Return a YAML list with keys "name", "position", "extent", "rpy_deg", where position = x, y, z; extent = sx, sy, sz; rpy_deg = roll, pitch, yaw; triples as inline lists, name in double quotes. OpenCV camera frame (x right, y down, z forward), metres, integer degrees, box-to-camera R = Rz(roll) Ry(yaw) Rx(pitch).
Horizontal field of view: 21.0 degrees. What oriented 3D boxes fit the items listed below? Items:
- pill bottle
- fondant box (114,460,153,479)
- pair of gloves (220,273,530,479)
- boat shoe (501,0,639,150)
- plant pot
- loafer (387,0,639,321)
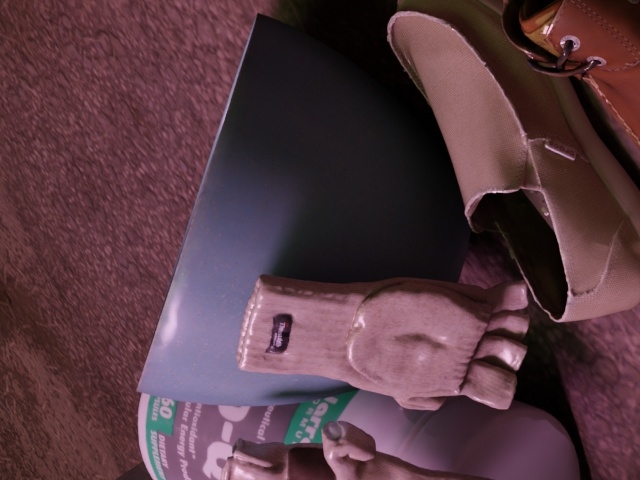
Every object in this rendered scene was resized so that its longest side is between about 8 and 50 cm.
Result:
- name: "pill bottle"
  position: [0.027, 0.179, 1.450]
  extent: [0.361, 0.204, 0.204]
  rpy_deg: [14, 132, 47]
- name: "fondant box"
  position: [-0.031, 0.272, 1.638]
  extent: [0.330, 0.238, 0.096]
  rpy_deg: [24, 139, 49]
- name: "pair of gloves"
  position: [0.036, 0.124, 1.196]
  extent: [0.042, 0.204, 0.240]
  rpy_deg: [-102, 16, -59]
- name: "boat shoe"
  position: [0.151, -0.135, 0.988]
  extent: [0.307, 0.104, 0.110]
  rpy_deg: [58, 155, -4]
- name: "plant pot"
  position: [0.000, 0.000, 1.277]
  extent: [0.195, 0.290, 0.290]
  rpy_deg: [17, 152, -5]
- name: "loafer"
  position: [0.126, -0.058, 1.138]
  extent: [0.268, 0.092, 0.102]
  rpy_deg: [52, 154, 8]
